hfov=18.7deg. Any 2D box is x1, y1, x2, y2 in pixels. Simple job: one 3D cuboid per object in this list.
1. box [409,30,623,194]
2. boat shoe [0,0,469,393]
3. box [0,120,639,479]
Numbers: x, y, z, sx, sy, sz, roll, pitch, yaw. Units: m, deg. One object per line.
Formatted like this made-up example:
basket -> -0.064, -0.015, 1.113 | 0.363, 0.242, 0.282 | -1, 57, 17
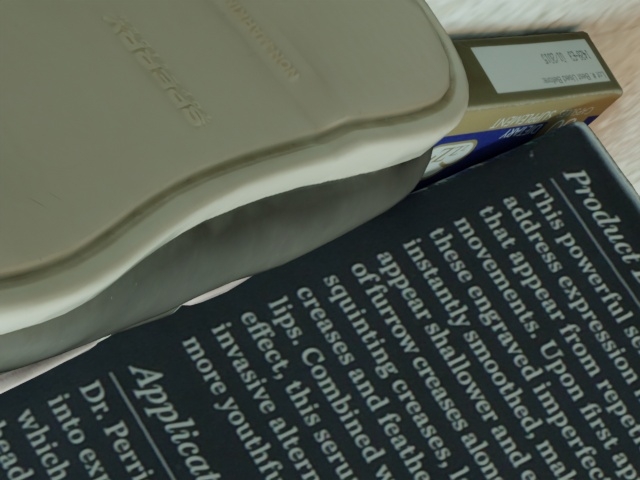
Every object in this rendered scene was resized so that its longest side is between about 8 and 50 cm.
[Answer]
box -> 0.000, 0.000, 0.756 | 0.225, 0.036, 0.136 | -40, 162, 35
boat shoe -> -0.081, -0.010, 0.420 | 0.095, 0.112, 0.335 | -45, 163, 30
box -> -0.045, 0.170, 0.717 | 0.395, 0.212, 0.293 | -23, 161, -29
